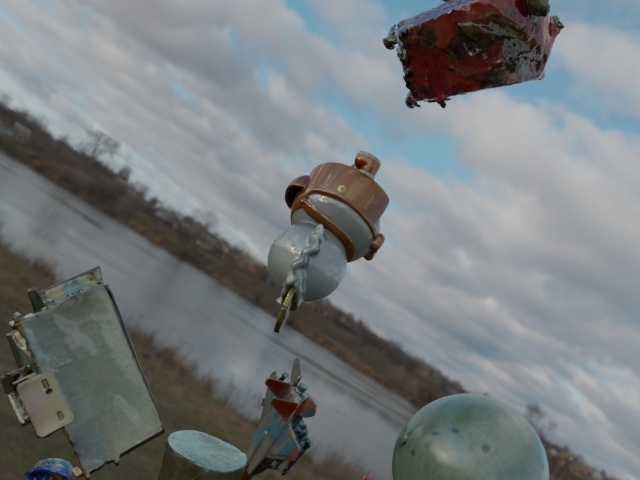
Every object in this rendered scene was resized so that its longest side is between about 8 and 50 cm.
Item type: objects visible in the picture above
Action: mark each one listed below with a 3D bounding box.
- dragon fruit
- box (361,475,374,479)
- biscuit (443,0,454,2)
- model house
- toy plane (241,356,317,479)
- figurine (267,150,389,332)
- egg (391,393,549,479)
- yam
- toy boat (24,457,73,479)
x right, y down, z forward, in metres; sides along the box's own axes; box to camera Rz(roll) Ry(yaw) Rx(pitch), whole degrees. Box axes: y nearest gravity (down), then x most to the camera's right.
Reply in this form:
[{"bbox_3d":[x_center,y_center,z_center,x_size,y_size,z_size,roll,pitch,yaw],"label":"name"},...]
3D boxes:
[{"bbox_3d":[0.202,-0.250,1.020,0.282,0.211,0.147,-4,-66,54],"label":"dragon fruit"},{"bbox_3d":[0.137,0.532,1.438,0.175,0.112,0.048,24,-33,10],"label":"box"},{"bbox_3d":[0.318,-0.519,1.562,0.252,0.052,0.150,14,-11,-12],"label":"biscuit"},{"bbox_3d":[-0.351,0.177,1.075,0.206,0.178,0.271,12,-54,59],"label":"model house"},{"bbox_3d":[-0.095,0.389,1.484,0.104,0.326,0.223,11,29,-24],"label":"toy plane"},{"bbox_3d":[0.010,0.002,0.982,0.143,0.271,0.143,10,-30,6],"label":"figurine"},{"bbox_3d":[0.169,0.258,0.866,0.169,0.169,0.236,27,-5,31],"label":"egg"},{"bbox_3d":[-0.157,0.337,0.849,0.093,0.259,0.093,17,13,-4],"label":"yam"},{"bbox_3d":[-0.579,0.521,1.630,0.091,0.110,0.175,44,-44,-17],"label":"toy boat"}]
